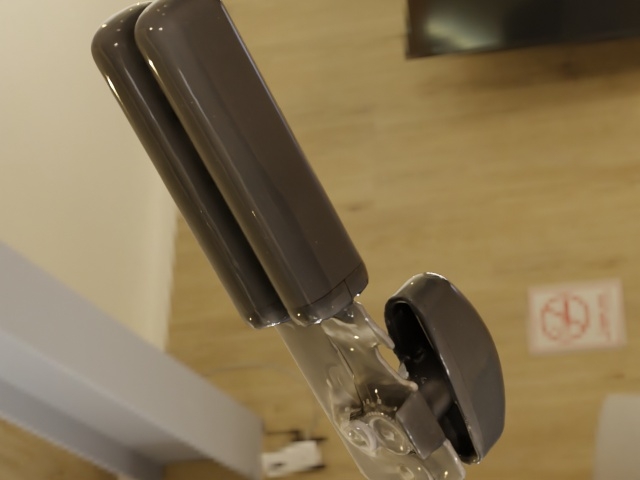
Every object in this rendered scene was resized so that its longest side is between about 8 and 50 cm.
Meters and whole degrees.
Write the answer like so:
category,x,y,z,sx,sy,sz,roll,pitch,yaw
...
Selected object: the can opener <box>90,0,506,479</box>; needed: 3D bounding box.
category,x,y,z,sx,sy,sz,roll,pitch,yaw
can opener,0.000,0.000,0.747,0.095,0.076,0.283,-40,-70,-35
